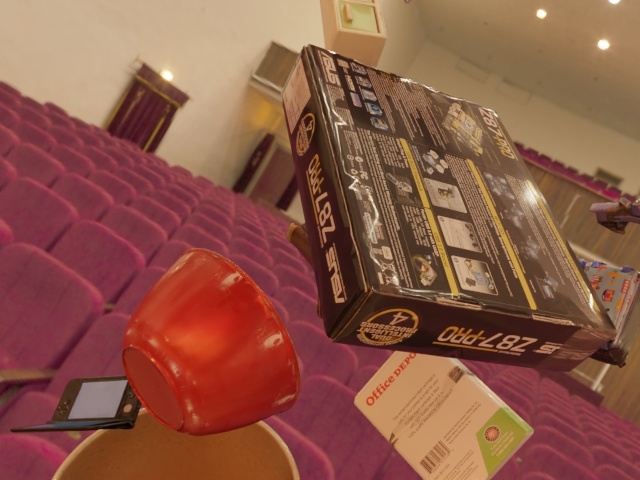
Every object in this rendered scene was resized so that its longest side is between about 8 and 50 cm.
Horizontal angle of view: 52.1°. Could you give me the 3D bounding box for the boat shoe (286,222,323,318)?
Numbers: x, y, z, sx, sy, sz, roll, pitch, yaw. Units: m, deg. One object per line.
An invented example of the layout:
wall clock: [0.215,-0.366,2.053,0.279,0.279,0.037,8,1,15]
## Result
boat shoe: [0.000,0.006,0.921,0.095,0.257,0.095,3,-45,3]

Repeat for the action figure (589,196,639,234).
action figure: [0.618,-0.040,1.019,0.341,0.178,0.330,6,-52,36]

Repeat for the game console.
game console: [-0.288,0.197,0.794,0.122,0.107,0.071,-6,-44,17]

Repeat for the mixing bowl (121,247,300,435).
mixing bowl: [-0.115,0.109,0.600,0.181,0.181,0.098,26,42,33]

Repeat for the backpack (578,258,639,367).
backpack: [0.437,0.108,1.094,0.173,0.158,0.117,16,-18,45]

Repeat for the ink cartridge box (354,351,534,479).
ink cartridge box: [0.231,0.335,1.248,0.273,0.198,0.115,44,7,27]

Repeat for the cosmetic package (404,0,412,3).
cosmetic package: [0.133,-0.500,0.972,0.224,0.138,0.225,56,8,-9]

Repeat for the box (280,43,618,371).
box: [0.131,-0.048,0.778,0.318,0.097,0.395,10,45,-25]

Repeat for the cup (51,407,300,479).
cup: [-0.194,0.427,0.907,0.331,0.237,0.331,1,31,-1]

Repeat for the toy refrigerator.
toy refrigerator: [0.062,-0.477,1.342,0.102,0.269,0.094,5,-36,-13]
